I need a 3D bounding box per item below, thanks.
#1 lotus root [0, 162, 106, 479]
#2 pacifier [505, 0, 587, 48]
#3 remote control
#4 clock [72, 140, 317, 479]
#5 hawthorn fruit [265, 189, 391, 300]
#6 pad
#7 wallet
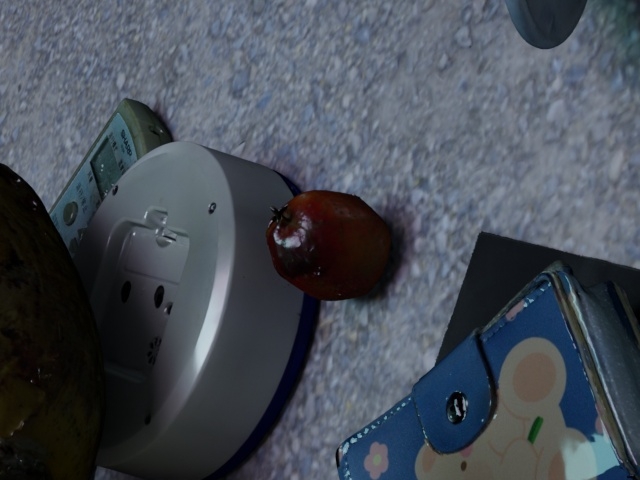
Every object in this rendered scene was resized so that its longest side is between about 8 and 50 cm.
[{"bbox_3d":[-0.249,0.064,1.229,0.196,0.179,0.397,-32,38,2],"label":"lotus root"},{"bbox_3d":[0.171,-0.233,0.962,0.225,0.238,0.287,6,76,24],"label":"pacifier"},{"bbox_3d":[-0.190,0.001,1.461,0.233,0.038,0.098,-53,38,24],"label":"remote control"},{"bbox_3d":[-0.098,0.049,1.266,0.230,0.083,0.230,-30,49,42],"label":"clock"},{"bbox_3d":[0.004,0.003,1.146,0.077,0.077,0.077,-30,50,45],"label":"hawthorn fruit"},{"bbox_3d":[0.126,0.063,1.000,0.193,0.004,0.116,15,86,57],"label":"pad"},{"bbox_3d":[0.096,0.116,0.961,0.202,0.059,0.141,-45,50,38],"label":"wallet"}]
